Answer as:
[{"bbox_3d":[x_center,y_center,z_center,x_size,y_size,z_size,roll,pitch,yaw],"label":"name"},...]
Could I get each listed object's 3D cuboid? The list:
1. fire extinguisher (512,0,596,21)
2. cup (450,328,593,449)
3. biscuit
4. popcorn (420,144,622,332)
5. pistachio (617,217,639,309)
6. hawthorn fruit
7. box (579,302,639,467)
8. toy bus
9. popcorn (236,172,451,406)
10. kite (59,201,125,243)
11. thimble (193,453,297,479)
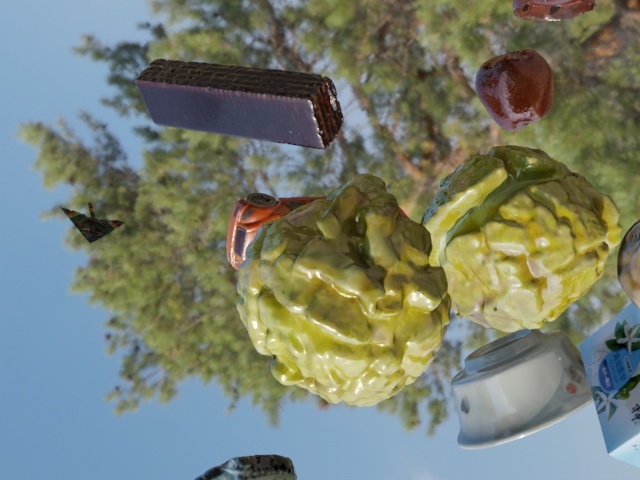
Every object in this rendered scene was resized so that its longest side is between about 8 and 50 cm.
[{"bbox_3d":[0.280,-0.462,1.118,0.147,0.106,0.337,-2,-91,-38],"label":"fire extinguisher"},{"bbox_3d":[0.414,0.290,1.844,0.163,0.347,0.347,64,-158,4],"label":"cup"},{"bbox_3d":[-0.143,-0.237,1.495,0.073,0.388,0.107,-57,-36,-35],"label":"biscuit"},{"bbox_3d":[0.269,0.003,1.256,0.282,0.282,0.247,48,-134,0],"label":"popcorn"},{"bbox_3d":[0.402,0.005,0.956,0.108,0.185,0.126,15,143,58],"label":"pistachio"},{"bbox_3d":[0.344,-0.261,1.514,0.133,0.132,0.138,-39,-66,-69],"label":"hawthorn fruit"},{"bbox_3d":[0.516,0.229,1.410,0.083,0.143,0.232,26,-142,-19],"label":"box"},{"bbox_3d":[0.000,0.000,1.600,0.329,0.143,0.153,-2,-152,-25],"label":"toy bus"},{"bbox_3d":[0.032,0.044,0.932,0.259,0.259,0.212,50,166,5],"label":"popcorn"},{"bbox_3d":[-0.408,-0.031,1.565,0.122,0.004,0.090,10,-127,-29],"label":"kite"},{"bbox_3d":[-0.137,0.494,1.603,0.237,0.237,0.150,20,-142,-52],"label":"thimble"}]
